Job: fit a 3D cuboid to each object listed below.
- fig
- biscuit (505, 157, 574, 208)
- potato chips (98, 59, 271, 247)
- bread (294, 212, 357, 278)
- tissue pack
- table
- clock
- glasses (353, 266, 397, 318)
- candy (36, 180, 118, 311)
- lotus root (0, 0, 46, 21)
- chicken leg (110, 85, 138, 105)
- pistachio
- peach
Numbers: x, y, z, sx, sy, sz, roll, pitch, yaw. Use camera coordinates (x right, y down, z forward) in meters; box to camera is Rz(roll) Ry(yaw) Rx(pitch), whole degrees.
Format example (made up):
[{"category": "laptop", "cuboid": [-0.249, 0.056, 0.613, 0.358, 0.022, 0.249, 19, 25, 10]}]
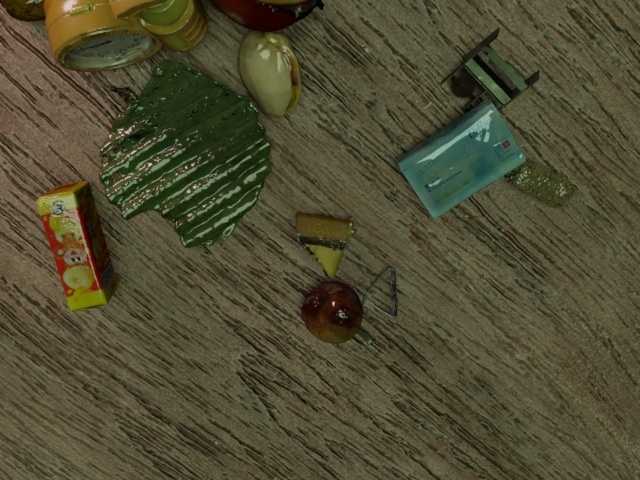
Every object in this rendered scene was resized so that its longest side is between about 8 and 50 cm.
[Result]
[{"category": "fig", "cuboid": [0.050, 0.213, 1.639, 0.160, 0.143, 0.230, 0, 125, 37]}, {"category": "biscuit", "cuboid": [0.550, -0.144, 1.629, 0.169, 0.070, 0.082, 25, 110, -14]}, {"category": "potato chips", "cuboid": [-0.296, -0.189, 1.498, 0.373, 0.097, 0.389, 31, 106, -18]}, {"category": "bread", "cuboid": [0.000, 0.000, 1.572, 0.152, 0.147, 0.127, 21, 115, -5]}, {"category": "tissue pack", "cuboid": [0.336, -0.190, 1.563, 0.263, 0.089, 0.177, -33, 108, 12]}, {"category": "table", "cuboid": [0.398, -0.383, 1.542, 0.146, 0.062, 0.175, 41, 130, -15]}, {"category": "clock", "cuboid": [-0.409, -0.467, 1.350, 0.317, 0.244, 0.200, -19, 86, 4]}, {"category": "glasses", "cuboid": [0.144, 0.137, 1.683, 0.104, 0.062, 0.139, -3, 107, 17]}, {"category": "candy", "cuboid": [-0.556, 0.011, 1.509, 0.088, 0.146, 0.275, -11, 105, -4]}, {"category": "lotus root", "cuboid": [-0.584, -0.524, 1.384, 0.191, 0.094, 0.108, -8, 141, -9]}, {"category": "chicken leg", "cuboid": [-0.439, -0.327, 1.489, 0.036, 0.021, 0.083, -38, 106, 21]}, {"category": "pistachio", "cuboid": [-0.113, -0.379, 1.466, 0.145, 0.117, 0.200, 10, 135, 31]}, {"category": "peach", "cuboid": [-0.176, -0.574, 1.335, 0.362, 0.201, 0.257, 20, 74, -31]}]
